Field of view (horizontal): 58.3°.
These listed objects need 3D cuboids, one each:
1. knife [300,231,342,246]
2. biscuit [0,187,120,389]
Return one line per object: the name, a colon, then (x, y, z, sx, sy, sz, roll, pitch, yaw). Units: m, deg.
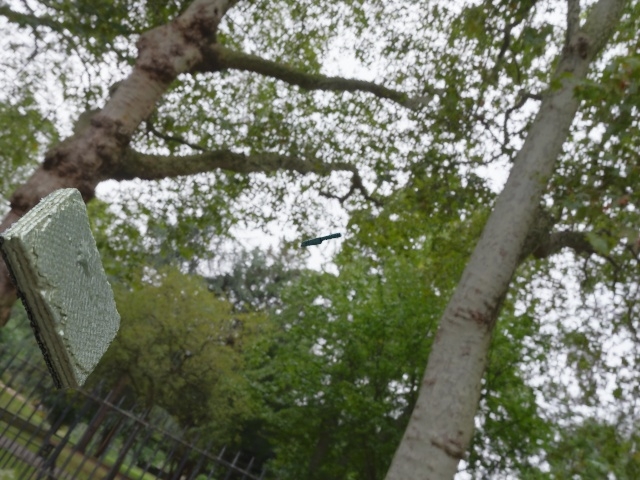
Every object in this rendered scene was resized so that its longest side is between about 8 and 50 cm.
knife: (0.000, 0.000, 1.025, 0.091, 0.014, 0.005, -13, -3, 32)
biscuit: (-0.280, 0.054, 0.641, 0.041, 0.121, 0.199, -2, -61, 7)
